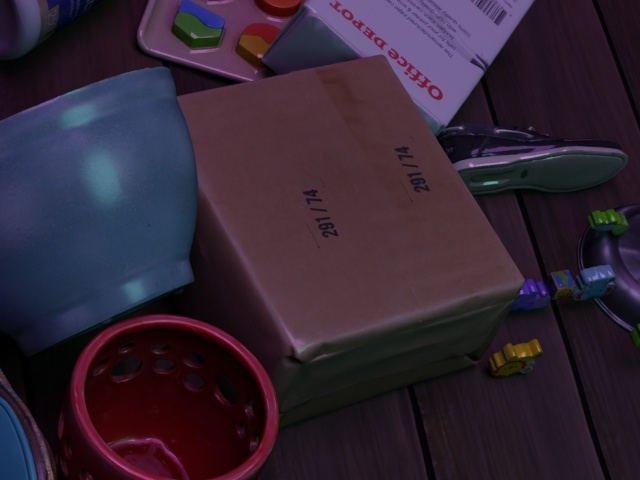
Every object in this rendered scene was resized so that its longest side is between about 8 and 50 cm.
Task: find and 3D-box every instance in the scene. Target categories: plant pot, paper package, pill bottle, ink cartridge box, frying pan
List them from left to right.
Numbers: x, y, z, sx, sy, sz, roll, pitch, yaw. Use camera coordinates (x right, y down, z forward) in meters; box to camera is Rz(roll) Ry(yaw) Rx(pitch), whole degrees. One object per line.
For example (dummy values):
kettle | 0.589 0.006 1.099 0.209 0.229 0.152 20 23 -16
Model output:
pill bottle | -0.293 -0.323 2.017 0.153 0.153 0.264 38 50 10
plant pot | -0.234 -0.011 1.699 0.293 0.293 0.196 -23 89 -34
plant pot | -0.149 0.188 1.660 0.191 0.174 0.191 11 51 -13
paper package | 0.000 0.000 1.872 0.309 0.168 0.325 -14 60 -31
ink cartridge box | 0.095 -0.249 2.110 0.211 0.121 0.289 41 49 -4
frying pan | 0.453 0.045 2.097 0.326 0.053 0.197 11 51 -9

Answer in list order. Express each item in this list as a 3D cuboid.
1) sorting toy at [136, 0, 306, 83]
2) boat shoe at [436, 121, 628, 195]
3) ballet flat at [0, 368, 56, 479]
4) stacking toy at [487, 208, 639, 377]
sorting toy | -0.095 -0.262 2.124 0.208 0.038 0.193 20 49 -6
boat shoe | 0.245 -0.103 2.103 0.233 0.084 0.079 -2 55 -19
ballet flat | -0.315 0.162 1.659 0.123 0.123 0.348 -21 61 -33
stacking toy | 0.264 0.056 1.993 0.221 0.052 0.167 -8 58 -17
